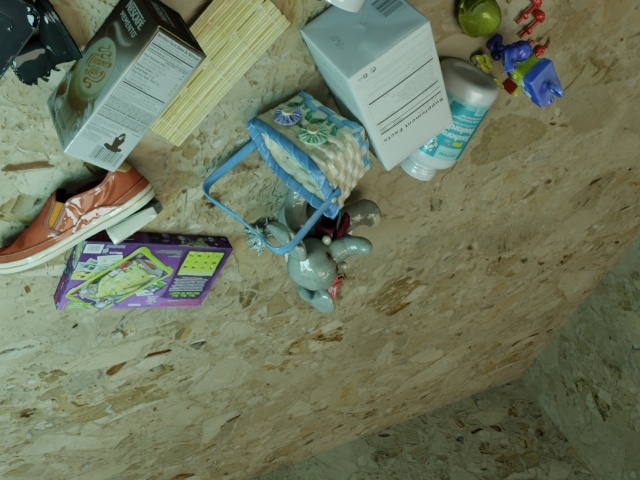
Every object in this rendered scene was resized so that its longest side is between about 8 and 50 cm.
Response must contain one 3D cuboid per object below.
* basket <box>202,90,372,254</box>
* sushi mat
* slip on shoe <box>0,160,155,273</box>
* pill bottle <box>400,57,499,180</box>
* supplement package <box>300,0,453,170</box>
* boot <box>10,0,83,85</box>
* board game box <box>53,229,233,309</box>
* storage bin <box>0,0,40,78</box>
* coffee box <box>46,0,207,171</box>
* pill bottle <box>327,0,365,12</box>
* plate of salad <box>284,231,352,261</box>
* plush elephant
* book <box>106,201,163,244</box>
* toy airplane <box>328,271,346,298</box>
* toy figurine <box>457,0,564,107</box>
[{"bbox_3d":[-0.063,-0.137,1.222,0.289,0.254,0.201,-49,151,-9],"label":"basket"},{"bbox_3d":[-0.200,-0.304,1.086,0.316,0.019,0.151,-45,144,12],"label":"sushi mat"},{"bbox_3d":[-0.468,-0.044,1.144,0.331,0.123,0.101,-29,112,5],"label":"slip on shoe"},{"bbox_3d":[0.278,-0.265,1.418,0.146,0.146,0.264,-5,137,-35],"label":"pill bottle"},{"bbox_3d":[0.118,-0.311,1.199,0.175,0.177,0.293,-36,148,0],"label":"supplement package"},{"bbox_3d":[-0.419,-0.291,0.916,0.099,0.045,0.121,-28,151,-9],"label":"boot"},{"bbox_3d":[-0.388,0.070,1.389,0.346,0.056,0.208,4,127,-42],"label":"board game box"},{"bbox_3d":[-0.481,-0.285,0.837,0.180,0.084,0.122,-45,144,16],"label":"storage bin"},{"bbox_3d":[-0.307,-0.250,0.972,0.246,0.141,0.098,-46,143,17],"label":"coffee box"},{"bbox_3d":[0.067,-0.439,0.865,0.121,0.121,0.216,1,133,-40],"label":"pill bottle"},{"bbox_3d":[0.001,0.011,1.626,0.199,0.048,0.200,-21,144,-17],"label":"plate of salad"},{"bbox_3d":[0.000,0.000,1.409,0.330,0.255,0.272,-28,136,1],"label":"plush elephant"},{"bbox_3d":[-0.355,-0.039,1.211,0.096,0.144,0.035,-30,101,-5],"label":"book"},{"bbox_3d":[0.008,0.131,1.797,0.151,0.028,0.151,-21,143,-17],"label":"toy airplane"},{"bbox_3d":[0.456,-0.400,1.333,0.191,0.217,0.362,-40,146,10],"label":"toy figurine"}]
